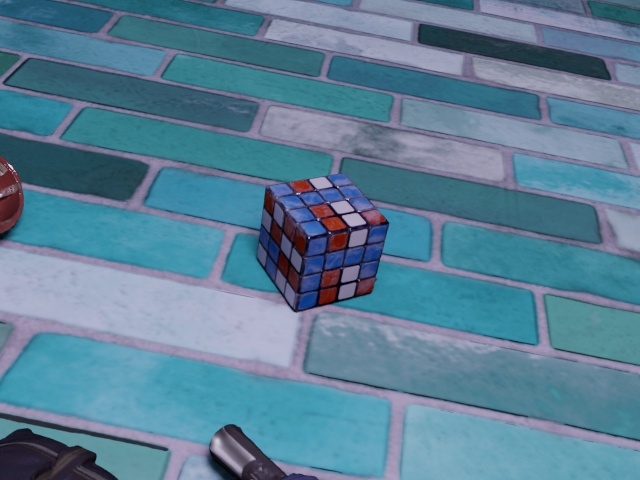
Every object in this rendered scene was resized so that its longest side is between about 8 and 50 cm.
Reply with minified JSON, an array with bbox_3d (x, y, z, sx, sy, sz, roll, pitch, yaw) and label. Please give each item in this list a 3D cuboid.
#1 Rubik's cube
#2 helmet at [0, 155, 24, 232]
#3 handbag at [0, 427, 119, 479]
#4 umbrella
[{"bbox_3d":[0.000,0.000,0.842,0.092,0.092,0.092,-12,41,-27],"label":"Rubik's cube"},{"bbox_3d":[-0.346,-0.039,0.835,0.089,0.057,0.111,42,27,-32],"label":"helmet"},{"bbox_3d":[-0.163,0.204,0.509,0.254,0.089,0.211,22,19,20],"label":"handbag"},{"bbox_3d":[0.000,0.208,0.592,0.248,0.071,0.071,30,40,31],"label":"umbrella"}]
